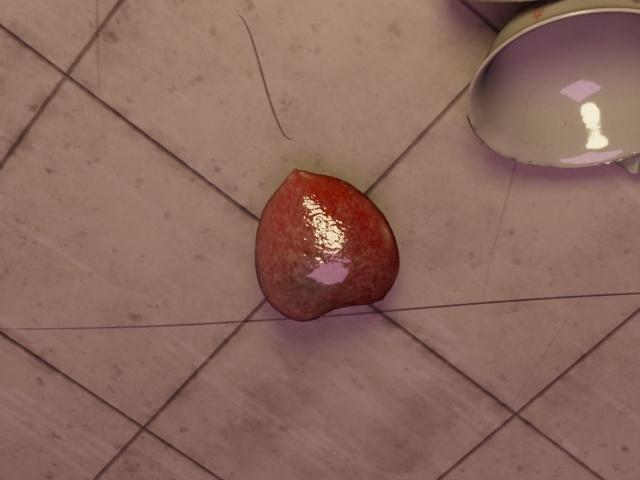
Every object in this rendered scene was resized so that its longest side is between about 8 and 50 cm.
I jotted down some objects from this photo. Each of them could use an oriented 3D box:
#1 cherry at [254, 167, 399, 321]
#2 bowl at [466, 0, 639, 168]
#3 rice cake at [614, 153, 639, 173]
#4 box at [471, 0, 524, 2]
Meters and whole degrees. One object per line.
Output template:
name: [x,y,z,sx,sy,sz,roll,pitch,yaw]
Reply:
cherry: [0.004,0.007,1.636,0.239,0.206,0.239,-2,84,18]
bowl: [0.375,-0.263,1.454,0.346,0.157,0.345,0,148,0]
rice cake: [0.494,-0.245,1.547,0.081,0.051,0.290,22,122,31]
box: [0.266,-0.423,1.368,0.226,0.226,0.149,-4,117,6]
